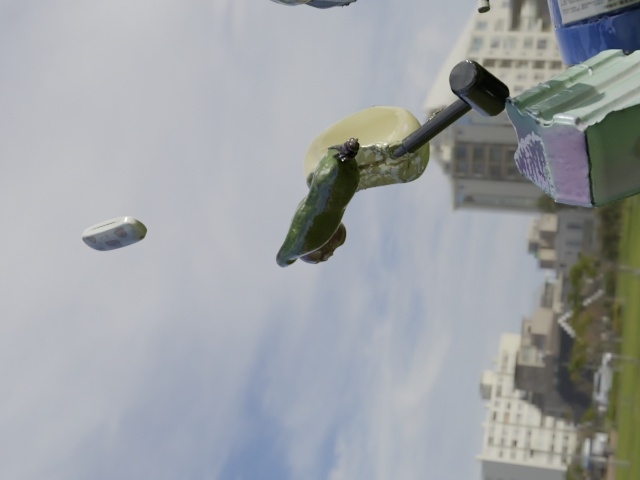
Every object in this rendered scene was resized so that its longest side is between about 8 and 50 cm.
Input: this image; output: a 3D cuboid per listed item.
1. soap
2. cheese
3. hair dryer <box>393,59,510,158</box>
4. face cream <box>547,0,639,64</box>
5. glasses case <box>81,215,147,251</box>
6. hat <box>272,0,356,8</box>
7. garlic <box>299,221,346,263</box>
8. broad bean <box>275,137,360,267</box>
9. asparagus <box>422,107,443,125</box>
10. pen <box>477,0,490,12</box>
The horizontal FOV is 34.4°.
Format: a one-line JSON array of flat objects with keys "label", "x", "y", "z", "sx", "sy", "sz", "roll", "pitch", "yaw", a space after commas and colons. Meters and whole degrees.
[{"label": "soap", "x": 0.498, "y": -0.202, "z": 1.769, "sx": 0.446, "sy": 0.261, "sz": 0.156, "roll": -28, "pitch": -60, "yaw": -43}, {"label": "cheese", "x": 0.094, "y": -0.178, "z": 2.143, "sx": 0.233, "sy": 0.266, "sz": 0.127, "roll": -77, "pitch": -33, "yaw": -59}, {"label": "hair dryer", "x": 0.222, "y": -0.234, "z": 1.921, "sx": 0.114, "sy": 0.248, "sz": 0.070, "roll": 25, "pitch": -141, "yaw": -47}, {"label": "face cream", "x": 0.585, "y": -0.494, "z": 2.083, "sx": 0.249, "sy": 0.249, "sz": 0.225, "roll": -46, "pitch": -57, "yaw": -67}, {"label": "glasses case", "x": -0.426, "y": -0.013, "z": 2.129, "sx": 0.063, "sy": 0.164, "sz": 0.041, "roll": 43, "pitch": -132, "yaw": -37}, {"label": "hat", "x": -0.018, "y": -0.610, "z": 2.313, "sx": 0.161, "sy": 0.275, "sz": 0.231, "roll": -80, "pitch": -1, "yaw": -55}, {"label": "garlic", "x": 0.000, "y": 0.000, "z": 2.647, "sx": 0.147, "sy": 0.102, "sz": 0.159, "roll": -48, "pitch": -22, "yaw": 24}, {"label": "broad bean", "x": 0.004, "y": -0.053, "z": 1.607, "sx": 0.061, "sy": 0.077, "sz": 0.339, "roll": 66, "pitch": 147, "yaw": 32}, {"label": "asparagus", "x": 0.212, "y": -0.237, "z": 2.297, "sx": 0.166, "sy": 0.013, "sz": 0.016, "roll": -43, "pitch": 8, "yaw": -1}, {"label": "pen", "x": 0.310, "y": -0.542, "z": 2.016, "sx": 0.025, "sy": 0.025, "sz": 0.204, "roll": 40, "pitch": -134, "yaw": -72}]
